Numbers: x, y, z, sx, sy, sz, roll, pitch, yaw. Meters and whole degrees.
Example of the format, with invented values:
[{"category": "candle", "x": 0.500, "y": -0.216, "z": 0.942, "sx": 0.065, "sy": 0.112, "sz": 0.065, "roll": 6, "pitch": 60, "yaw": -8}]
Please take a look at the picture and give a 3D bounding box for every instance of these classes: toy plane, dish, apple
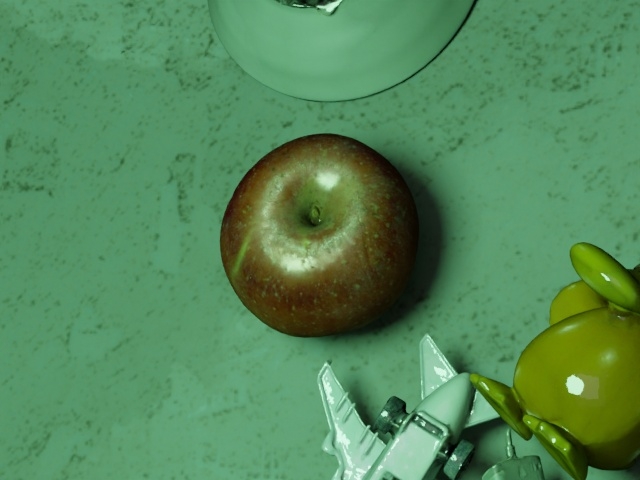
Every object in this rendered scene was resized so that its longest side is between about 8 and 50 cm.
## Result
[{"category": "toy plane", "x": 0.078, "y": 0.224, "z": 1.903, "sx": 0.251, "sy": 0.101, "sz": 0.255, "roll": 33, "pitch": 87, "yaw": 13}, {"category": "dish", "x": 0.012, "y": -0.308, "z": 2.076, "sx": 0.316, "sy": 0.106, "sz": 0.316, "roll": -5, "pitch": 74, "yaw": 17}, {"category": "apple", "x": 0.000, "y": 0.000, "z": 1.968, "sx": 0.201, "sy": 0.162, "sz": 0.201, "roll": -3, "pitch": 69, "yaw": 7}]

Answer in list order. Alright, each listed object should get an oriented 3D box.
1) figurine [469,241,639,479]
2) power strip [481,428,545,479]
[{"category": "figurine", "x": 0.277, "y": 0.108, "z": 1.832, "sx": 0.215, "sy": 0.215, "sz": 0.228, "roll": 32, "pitch": 99, "yaw": 24}, {"category": "power strip", "x": 0.198, "y": 0.299, "z": 1.843, "sx": 0.027, "sy": 0.060, "sz": 0.252, "roll": -28, "pitch": 72, "yaw": 56}]
